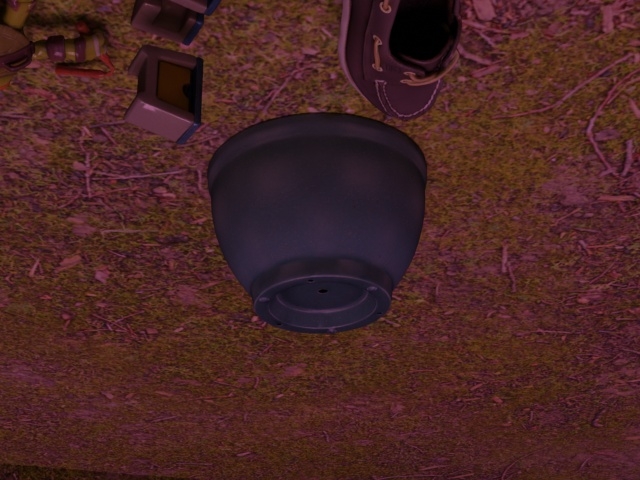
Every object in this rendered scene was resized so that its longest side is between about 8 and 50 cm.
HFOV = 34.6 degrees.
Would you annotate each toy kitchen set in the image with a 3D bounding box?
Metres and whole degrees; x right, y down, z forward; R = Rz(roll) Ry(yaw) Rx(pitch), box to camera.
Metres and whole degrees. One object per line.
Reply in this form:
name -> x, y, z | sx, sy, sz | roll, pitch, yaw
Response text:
toy kitchen set -> -0.087, -0.208, 0.961 | 0.122, 0.166, 0.207 | 14, 147, -26

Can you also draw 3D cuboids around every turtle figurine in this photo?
turtle figurine -> -0.338, -0.211, 1.020 | 0.269, 0.087, 0.217 | 5, 151, -13

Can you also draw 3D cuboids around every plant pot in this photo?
plant pot -> 0.000, 0.000, 1.323 | 0.293, 0.196, 0.293 | -2, 151, -1

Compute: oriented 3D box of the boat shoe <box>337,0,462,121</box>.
boat shoe -> 0.086, -0.211, 1.013 | 0.116, 0.096, 0.324 | -30, 152, -11
